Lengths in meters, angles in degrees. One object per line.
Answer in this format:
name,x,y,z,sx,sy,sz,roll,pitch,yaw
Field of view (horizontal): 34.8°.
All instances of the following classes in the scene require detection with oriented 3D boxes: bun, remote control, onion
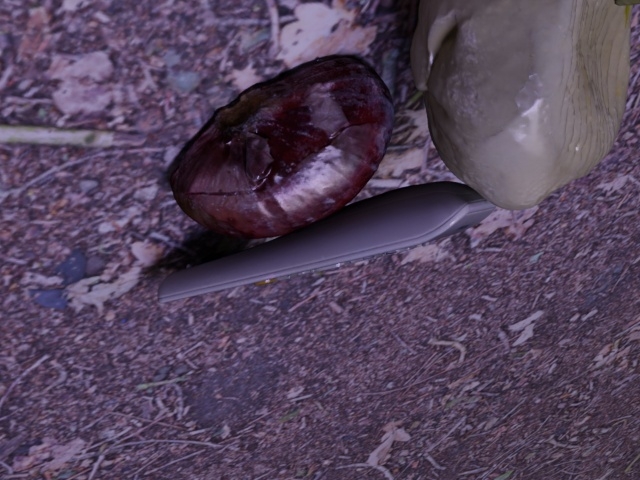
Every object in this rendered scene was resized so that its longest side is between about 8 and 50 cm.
bun,0.157,-0.147,0.830,0.259,0.159,0.259,-20,113,-59
remote control,0.000,0.000,0.928,0.312,0.055,0.109,-14,180,26
onion,-0.017,-0.061,0.886,0.206,0.098,0.151,-37,147,9

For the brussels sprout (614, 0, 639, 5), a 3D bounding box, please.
brussels sprout,0.340,-0.283,0.568,0.425,0.361,0.343,-28,118,-12
